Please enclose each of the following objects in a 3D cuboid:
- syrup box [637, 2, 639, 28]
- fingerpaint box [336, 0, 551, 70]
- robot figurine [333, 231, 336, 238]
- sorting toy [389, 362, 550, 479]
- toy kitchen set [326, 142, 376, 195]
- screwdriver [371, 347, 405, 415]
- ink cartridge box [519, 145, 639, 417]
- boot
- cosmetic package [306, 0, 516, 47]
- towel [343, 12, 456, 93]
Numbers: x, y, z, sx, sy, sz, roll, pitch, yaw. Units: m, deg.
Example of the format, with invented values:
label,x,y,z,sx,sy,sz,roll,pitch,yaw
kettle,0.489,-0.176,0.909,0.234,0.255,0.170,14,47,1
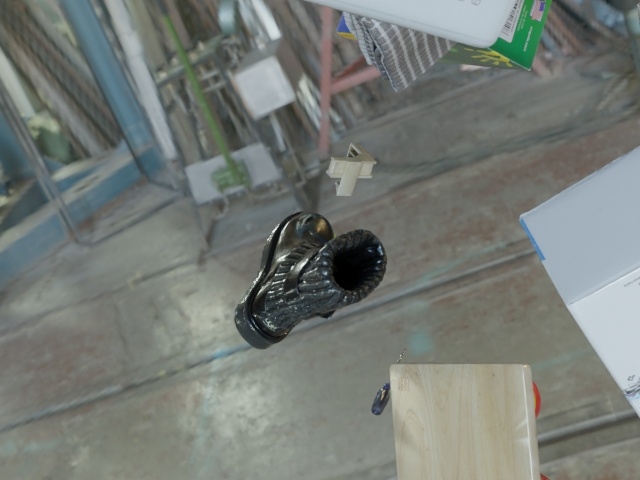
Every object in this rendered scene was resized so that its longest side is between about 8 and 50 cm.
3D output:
label,x,y,z,sx,sy,sz,roll,pitch,yaw
syrup box,0.580,-0.343,1.562,0.093,0.096,0.237,-31,-11,17
fingerpaint box,0.260,-0.551,1.746,0.163,0.445,0.371,15,1,-41
robot figurine,0.000,0.000,2.036,0.067,0.115,0.101,-38,38,-9
sorting toy,0.242,0.318,1.513,0.255,0.257,0.089,-7,-5,44
toy kitchen set,0.039,-0.126,1.699,0.083,0.068,0.075,0,32,-29
screwdriver,0.121,0.244,1.683,0.025,0.024,0.170,-59,-1,36
ink cartridge box,0.348,0.055,0.993,0.168,0.232,0.171,-32,30,12
boot,0.008,0.029,1.705,0.260,0.131,0.348,-35,22,39
cosmetic package,-0.031,-0.383,0.676,0.394,0.327,0.329,10,33,-21
towel,0.160,-0.349,1.417,0.235,0.121,0.284,-41,-18,3
